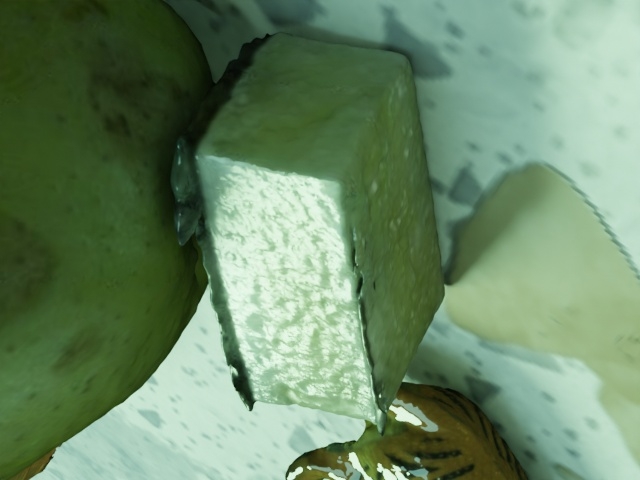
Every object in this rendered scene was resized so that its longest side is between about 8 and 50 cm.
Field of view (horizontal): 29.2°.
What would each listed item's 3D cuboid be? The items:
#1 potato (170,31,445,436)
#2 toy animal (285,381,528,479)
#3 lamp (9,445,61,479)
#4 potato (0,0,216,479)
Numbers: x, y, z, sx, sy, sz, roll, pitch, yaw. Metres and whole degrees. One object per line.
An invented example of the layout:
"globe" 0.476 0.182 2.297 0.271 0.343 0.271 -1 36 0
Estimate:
"potato" 0.000 -0.002 0.394 0.061 0.086 0.122 9 137 20
"toy animal" 0.054 0.111 0.507 0.099 0.057 0.241 -8 124 42
"lamp" -0.176 0.059 0.600 0.136 0.136 0.136 27 146 20
"potato" -0.188 0.008 0.443 0.351 0.202 0.218 -30 83 27
